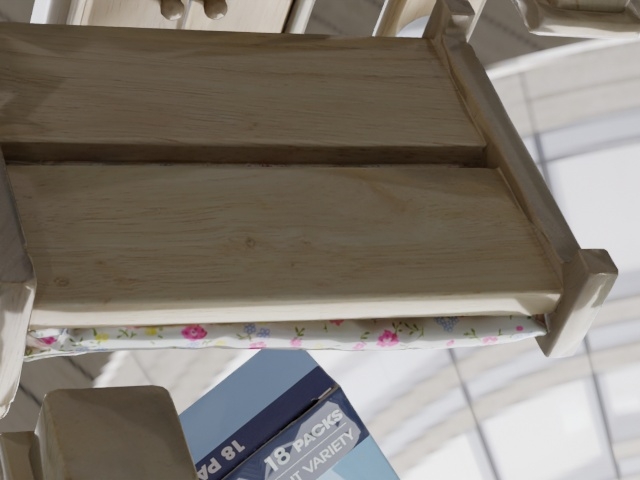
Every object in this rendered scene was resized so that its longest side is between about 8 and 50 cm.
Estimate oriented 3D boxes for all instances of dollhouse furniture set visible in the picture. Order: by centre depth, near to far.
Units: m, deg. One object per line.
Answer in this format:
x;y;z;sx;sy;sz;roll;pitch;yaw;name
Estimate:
0.000;0.000;0.669;0.303;0.173;0.355;0;-135;-23;dollhouse furniture set

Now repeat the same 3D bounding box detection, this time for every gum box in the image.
-0.027;0.144;0.657;0.157;0.184;0.041;-38;-138;-7;gum box
